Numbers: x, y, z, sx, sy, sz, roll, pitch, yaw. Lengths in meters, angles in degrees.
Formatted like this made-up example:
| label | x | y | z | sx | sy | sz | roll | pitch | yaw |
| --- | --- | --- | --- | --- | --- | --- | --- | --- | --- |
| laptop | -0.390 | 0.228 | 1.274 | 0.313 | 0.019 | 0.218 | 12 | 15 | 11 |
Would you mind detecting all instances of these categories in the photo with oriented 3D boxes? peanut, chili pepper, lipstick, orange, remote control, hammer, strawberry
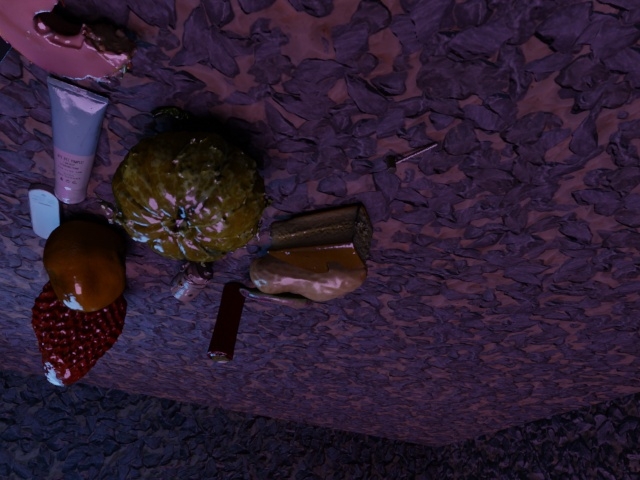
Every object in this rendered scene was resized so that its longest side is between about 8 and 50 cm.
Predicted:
| label | x | y | z | sx | sy | sz | roll | pitch | yaw |
| --- | --- | --- | --- | --- | --- | --- | --- | --- | --- |
| peanut | -0.032 | 0.094 | 1.301 | 0.319 | 0.147 | 0.147 | -3 | 146 | 8 |
| chili pepper | -0.287 | -0.245 | 0.939 | 0.084 | 0.022 | 0.027 | 6 | 113 | 2 |
| lipstick | -0.281 | 0.247 | 1.475 | 0.080 | 0.241 | 0.080 | 4 | 145 | 3 |
| orange | -0.256 | -0.099 | 0.978 | 0.301 | 0.223 | 0.300 | -21 | 134 | 26 |
| remote control | -0.714 | -0.069 | 1.267 | 0.077 | 0.022 | 0.245 | 15 | 145 | -17 |
| orange | -0.609 | 0.071 | 1.288 | 0.184 | 0.248 | 0.249 | -10 | 146 | -5 |
| hammer | 0.182 | -0.172 | 0.972 | 0.110 | 0.035 | 0.019 | -24 | 138 | 24 |
| strawberry | -0.754 | 0.280 | 1.504 | 0.268 | 0.351 | 0.312 | 10 | 141 | -22 |

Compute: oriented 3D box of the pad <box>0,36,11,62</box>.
| label | x | y | z | sx | sy | sz | roll | pitch | yaw |
| --- | --- | --- | --- | --- | --- | --- | --- | --- | --- |
| pad | -0.580 | -0.364 | 0.819 | 0.157 | 0.003 | 0.112 | -23 | 137 | 37 |

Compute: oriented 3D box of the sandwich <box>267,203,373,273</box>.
| label | x | y | z | sx | sy | sz | roll | pitch | yaw |
| --- | --- | --- | --- | --- | --- | --- | --- | --- | --- |
| sandwich | 0.000 | 0.000 | 1.176 | 0.236 | 0.122 | 0.128 | -6 | 141 | 22 |

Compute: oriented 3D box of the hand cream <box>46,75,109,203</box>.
| label | x | y | z | sx | sy | sz | roll | pitch | yaw |
| --- | --- | --- | --- | --- | --- | --- | --- | --- | --- |
| hand cream | -0.517 | -0.202 | 1.016 | 0.111 | 0.070 | 0.312 | 20 | 136 | -17 |

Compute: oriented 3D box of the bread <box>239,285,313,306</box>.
| label | x | y | z | sx | sy | sz | roll | pitch | yaw |
| --- | --- | --- | --- | --- | --- | --- | --- | --- | --- |
| bread | -0.126 | 0.166 | 1.425 | 0.229 | 0.033 | 0.228 | 10 | 176 | 1 |

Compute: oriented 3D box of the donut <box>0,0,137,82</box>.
| label | x | y | z | sx | sy | sz | roll | pitch | yaw |
| --- | --- | --- | --- | --- | --- | --- | --- | --- | --- |
| donut | -0.402 | -0.351 | 0.737 | 0.199 | 0.085 | 0.232 | 0 | 146 | 7 |

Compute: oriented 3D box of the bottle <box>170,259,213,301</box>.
| label | x | y | z | sx | sy | sz | roll | pitch | yaw |
| --- | --- | --- | --- | --- | --- | --- | --- | --- | --- |
| bottle | -0.371 | 0.108 | 1.422 | 0.099 | 0.098 | 0.152 | 25 | 135 | -27 |
